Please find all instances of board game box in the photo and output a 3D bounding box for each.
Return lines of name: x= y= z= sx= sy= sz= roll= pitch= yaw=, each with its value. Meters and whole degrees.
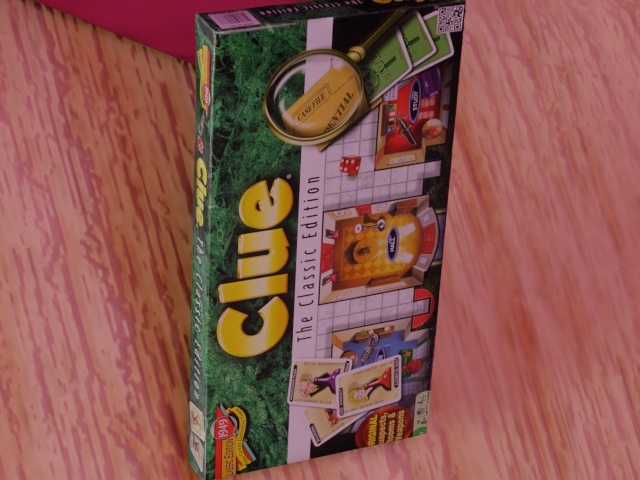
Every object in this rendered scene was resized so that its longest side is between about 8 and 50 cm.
board game box: x=0.000 y=0.000 z=1.007 sx=0.136 sy=0.030 sz=0.260 roll=-9 pitch=121 yaw=-20

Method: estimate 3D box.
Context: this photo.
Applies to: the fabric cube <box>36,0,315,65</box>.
fabric cube: x=-0.083 y=-0.269 z=1.005 sx=0.258 sy=0.259 sz=0.254 roll=21 pitch=70 yaw=-17
